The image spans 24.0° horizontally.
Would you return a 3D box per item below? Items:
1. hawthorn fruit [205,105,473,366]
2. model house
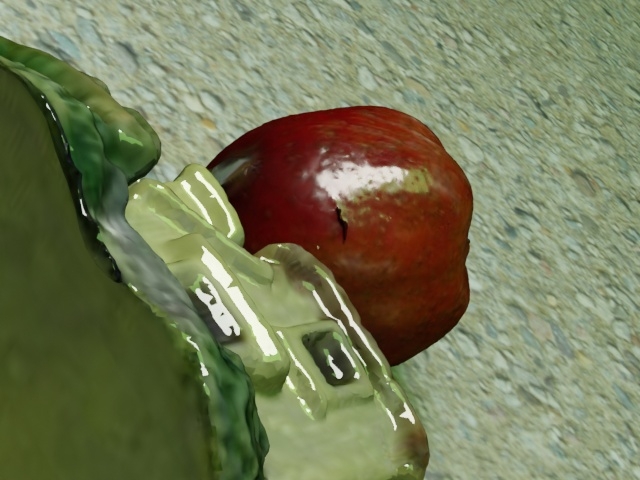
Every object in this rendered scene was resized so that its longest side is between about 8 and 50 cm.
[{"bbox_3d":[0.000,0.000,1.001,0.202,0.185,0.185,0,46,-28],"label":"hawthorn fruit"},{"bbox_3d":[-0.094,0.047,0.743,0.266,0.261,0.321,-5,56,-54],"label":"model house"}]
